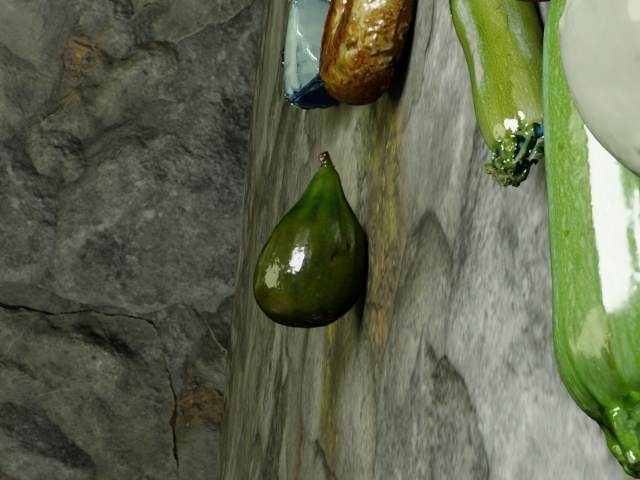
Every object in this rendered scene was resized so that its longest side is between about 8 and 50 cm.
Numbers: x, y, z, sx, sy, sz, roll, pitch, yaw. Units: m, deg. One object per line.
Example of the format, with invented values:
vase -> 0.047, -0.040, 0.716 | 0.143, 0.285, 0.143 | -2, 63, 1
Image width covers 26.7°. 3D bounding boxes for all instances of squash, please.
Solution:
squash -> 0.105, -0.098, 0.757 | 0.183, 0.052, 0.052 | -96, 13, -46
squash -> 0.121, -0.017, 0.520 | 0.077, 0.068, 0.219 | 124, 149, -65

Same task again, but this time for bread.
bread -> 0.046, -0.210, 1.224 | 0.193, 0.064, 0.193 | -169, 90, -81

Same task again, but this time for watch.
watch -> 0.008, -0.290, 1.510 | 0.274, 0.068, 0.276 | 145, 130, -80

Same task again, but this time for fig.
fig -> 0.000, 0.000, 1.315 | 0.117, 0.117, 0.177 | 125, 165, -75

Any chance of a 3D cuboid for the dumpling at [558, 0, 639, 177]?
dumpling -> 0.138, -0.046, 0.400 | 0.134, 0.100, 0.169 | 57, 143, 6
